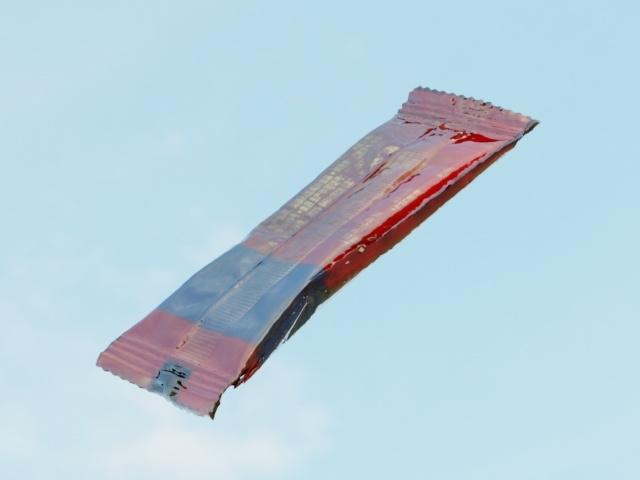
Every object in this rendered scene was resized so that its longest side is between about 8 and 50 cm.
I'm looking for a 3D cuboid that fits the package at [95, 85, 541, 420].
[{"bbox_3d":[0.000,0.000,0.829,0.200,0.083,0.022,-41,-58,-24],"label":"package"}]
